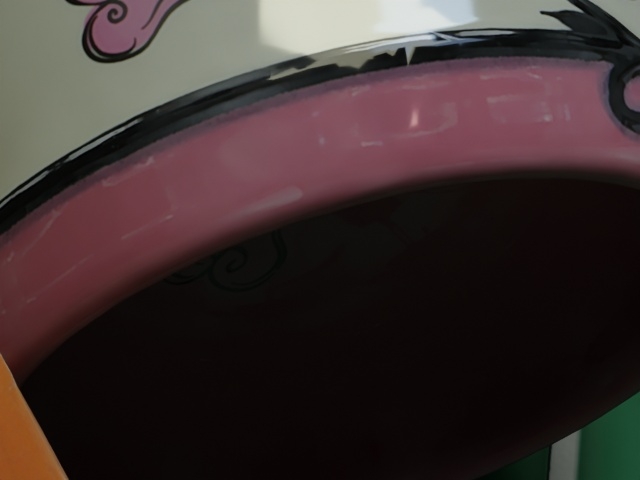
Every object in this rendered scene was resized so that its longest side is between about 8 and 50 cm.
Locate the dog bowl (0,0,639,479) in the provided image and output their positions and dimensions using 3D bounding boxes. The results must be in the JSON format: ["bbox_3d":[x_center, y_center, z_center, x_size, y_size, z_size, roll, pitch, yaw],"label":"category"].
[{"bbox_3d":[0.000,0.000,0.749,0.408,0.408,0.150,-4,60,-22],"label":"dog bowl"}]

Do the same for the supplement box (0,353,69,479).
[{"bbox_3d":[-0.187,0.112,0.668,0.080,0.233,0.078,-31,93,-38],"label":"supplement box"}]
